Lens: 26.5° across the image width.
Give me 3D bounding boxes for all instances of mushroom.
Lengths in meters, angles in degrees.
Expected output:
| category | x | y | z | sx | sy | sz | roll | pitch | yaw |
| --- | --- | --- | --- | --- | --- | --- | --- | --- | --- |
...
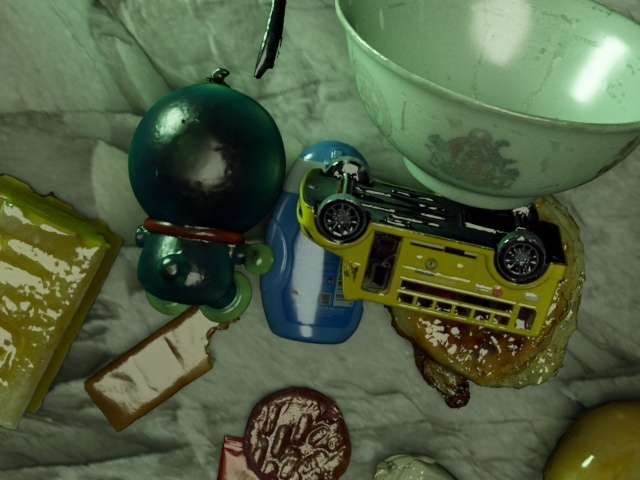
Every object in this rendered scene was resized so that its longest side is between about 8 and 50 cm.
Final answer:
| category | x | y | z | sx | sy | sz | roll | pitch | yaw |
| --- | --- | --- | --- | --- | --- | --- | --- | --- | --- |
| mushroom | 0.192 | 0.379 | 1.839 | 0.278 | 0.096 | 0.099 | 36 | 96 | -10 |

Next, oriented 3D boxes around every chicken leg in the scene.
| category | x | y | z | sx | sy | sz | roll | pitch | yaw |
| --- | --- | --- | --- | --- | --- | --- | --- | --- | --- |
| chicken leg | 0.158 | 0.164 | 1.838 | 0.062 | 0.037 | 0.145 | -37 | 95 | -11 |

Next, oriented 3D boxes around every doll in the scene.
| category | x | y | z | sx | sy | sz | roll | pitch | yaw |
| --- | --- | --- | --- | --- | --- | --- | --- | --- | --- |
| doll | -0.146 | -0.058 | 1.716 | 0.198 | 0.186 | 0.322 | 4 | 87 | 12 |

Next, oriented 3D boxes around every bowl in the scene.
| category | x | y | z | sx | sy | sz | roll | pitch | yaw |
| --- | --- | --- | --- | --- | --- | --- | --- | --- | --- |
| bowl | 0.208 | -0.165 | 1.656 | 0.434 | 0.435 | 0.196 | 12 | 122 | -3 |

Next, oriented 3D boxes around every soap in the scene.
| category | x | y | z | sx | sy | sz | roll | pitch | yaw |
| --- | --- | --- | --- | --- | --- | --- | --- | --- | --- |
| soap | -0.431 | 0.063 | 1.763 | 0.259 | 0.143 | 0.281 | 26 | 101 | -2 |

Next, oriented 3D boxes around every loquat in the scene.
| category | x | y | z | sx | sy | sz | roll | pitch | yaw |
| --- | --- | --- | --- | --- | --- | --- | --- | --- | --- |
| loquat | 0.405 | 0.323 | 1.770 | 0.235 | 0.235 | 0.235 | 0 | 97 | -2 |

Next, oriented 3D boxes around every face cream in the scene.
| category | x | y | z | sx | sy | sz | roll | pitch | yaw |
| --- | --- | --- | --- | --- | --- | --- | --- | --- | --- |
| face cream | 0.000 | 0.000 | 1.787 | 0.149 | 0.083 | 0.264 | 8 | 97 | -12 |

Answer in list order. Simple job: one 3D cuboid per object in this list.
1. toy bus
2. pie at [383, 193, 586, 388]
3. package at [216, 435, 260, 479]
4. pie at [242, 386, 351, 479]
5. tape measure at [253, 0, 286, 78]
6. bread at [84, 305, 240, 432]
| category | x | y | z | sx | sy | sz | roll | pitch | yaw |
| --- | --- | --- | --- | --- | --- | --- | --- | --- | --- |
| toy bus | 0.128 | 0.011 | 1.679 | 0.331 | 0.145 | 0.151 | 12 | 116 | -1 |
| pie | 0.225 | 0.046 | 1.800 | 0.308 | 0.085 | 0.308 | 0 | 96 | -1 |
| package | -0.113 | 0.371 | 1.864 | 0.083 | 0.022 | 0.201 | 13 | 95 | -3 |
| pie | -0.030 | 0.272 | 1.839 | 0.154 | 0.036 | 0.155 | 0 | 89 | -8 |
| tape measure | -0.109 | -0.400 | 1.724 | 0.215 | 0.098 | 0.351 | 18 | 94 | -6 |
| bread | -0.203 | 0.158 | 1.821 | 0.226 | 0.049 | 0.088 | -34 | 96 | 2 |
